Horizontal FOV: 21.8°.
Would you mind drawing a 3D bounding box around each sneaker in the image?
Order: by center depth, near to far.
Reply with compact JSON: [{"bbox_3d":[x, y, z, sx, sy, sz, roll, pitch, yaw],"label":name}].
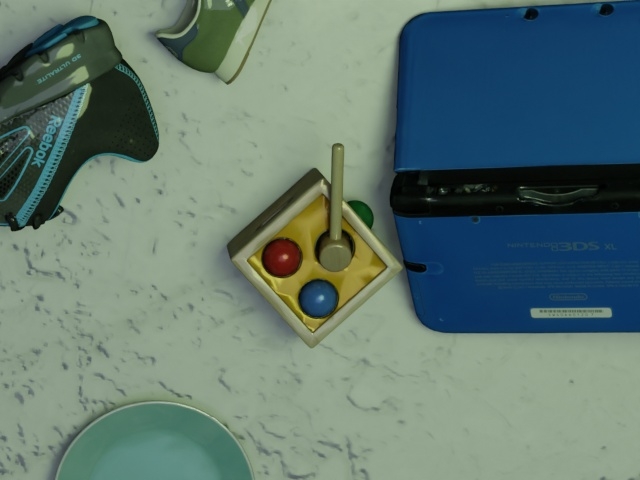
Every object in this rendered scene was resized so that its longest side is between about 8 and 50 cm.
[{"bbox_3d":[-0.298,-0.049,1.422,0.340,0.125,0.140,-32,107,2],"label":"sneaker"},{"bbox_3d":[-0.080,-0.237,1.439,0.086,0.064,0.192,21,100,-14],"label":"sneaker"}]

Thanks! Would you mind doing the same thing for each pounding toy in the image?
[{"bbox_3d":[0.000,0.000,1.474,0.141,0.100,0.130,-41,102,2],"label":"pounding toy"}]

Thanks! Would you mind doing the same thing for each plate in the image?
[{"bbox_3d":[-0.153,0.236,1.539,0.188,0.024,0.188,-1,101,-6],"label":"plate"}]

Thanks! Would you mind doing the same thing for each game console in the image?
[{"bbox_3d":[0.221,-0.060,1.480,0.293,0.173,0.250,-1,132,16],"label":"game console"}]
